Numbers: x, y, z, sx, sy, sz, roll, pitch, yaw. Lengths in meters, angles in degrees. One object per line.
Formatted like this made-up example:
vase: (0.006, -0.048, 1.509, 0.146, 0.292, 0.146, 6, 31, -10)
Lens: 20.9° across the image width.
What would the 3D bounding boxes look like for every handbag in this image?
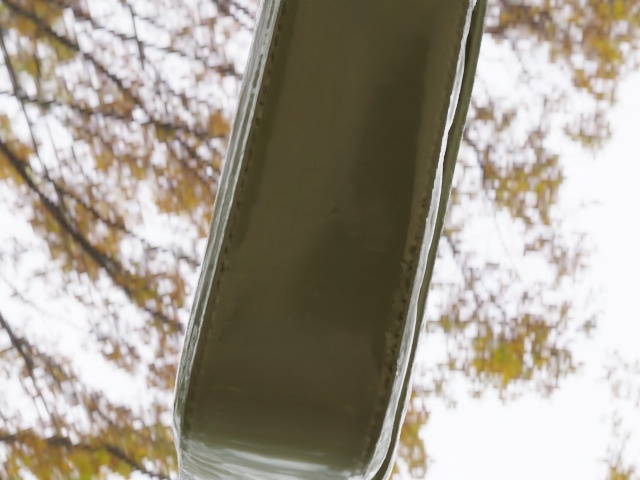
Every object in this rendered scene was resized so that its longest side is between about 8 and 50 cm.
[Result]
handbag: (0.000, 0.000, 0.648, 0.079, 0.219, 0.256, 13, -111, -1)
